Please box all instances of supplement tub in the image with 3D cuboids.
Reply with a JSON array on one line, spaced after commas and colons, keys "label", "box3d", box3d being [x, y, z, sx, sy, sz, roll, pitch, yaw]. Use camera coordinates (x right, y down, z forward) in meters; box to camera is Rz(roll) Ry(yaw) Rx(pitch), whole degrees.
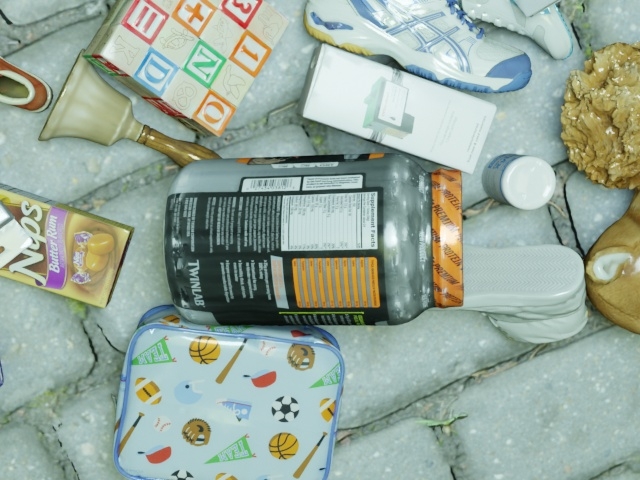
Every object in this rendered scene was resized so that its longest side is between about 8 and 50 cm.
[{"label": "supplement tub", "box3d": [0.000, 0.000, 1.023, 0.338, 0.207, 0.207, 0, 98, 9]}, {"label": "supplement tub", "box3d": [0.259, -0.078, 1.120, 0.071, 0.107, 0.070, -1, 98, -6]}]

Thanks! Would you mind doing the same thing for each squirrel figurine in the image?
[{"label": "squirrel figurine", "box3d": [0.464, -0.078, 1.095, 0.370, 0.281, 0.397, -38, 85, 11]}]

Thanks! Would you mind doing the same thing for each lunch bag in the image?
[{"label": "lunch bag", "box3d": [-0.125, 0.218, 1.126, 0.304, 0.115, 0.243, 8, 99, -7]}]

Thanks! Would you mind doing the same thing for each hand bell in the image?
[{"label": "hand bell", "box3d": [-0.218, -0.131, 1.087, 0.242, 0.126, 0.126, 26, 95, -21]}]

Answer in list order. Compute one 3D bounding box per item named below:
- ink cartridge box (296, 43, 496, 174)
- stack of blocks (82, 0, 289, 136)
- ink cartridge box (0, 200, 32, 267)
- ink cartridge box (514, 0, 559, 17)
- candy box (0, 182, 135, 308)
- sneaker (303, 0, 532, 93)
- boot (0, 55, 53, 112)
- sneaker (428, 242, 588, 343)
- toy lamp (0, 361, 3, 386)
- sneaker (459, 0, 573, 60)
[{"label": "ink cartridge box", "box3d": [0.086, -0.164, 1.066, 0.220, 0.160, 0.092, 18, 98, -7]}, {"label": "stack of blocks", "box3d": [-0.128, -0.296, 1.029, 0.171, 0.087, 0.297, 33, 83, -30]}, {"label": "ink cartridge box", "box3d": [-0.445, -0.037, 1.024, 0.104, 0.061, 0.181, -40, 98, -11]}, {"label": "ink cartridge box", "box3d": [0.299, -0.444, 1.019, 0.289, 0.121, 0.211, -45, 100, -20]}, {"label": "candy box", "box3d": [-0.349, 0.006, 1.104, 0.187, 0.053, 0.109, 18, 96, -6]}, {"label": "sneaker", "box3d": [0.131, -0.275, 1.052, 0.297, 0.112, 0.130, 18, 111, 0]}, {"label": "boot", "box3d": [-0.415, -0.208, 1.053, 0.158, 0.084, 0.059, 22, 97, -6]}, {"label": "sneaker", "box3d": [0.206, 0.077, 1.136, 0.293, 0.169, 0.108, 5, 62, 26]}, {"label": "toy lamp", "box3d": [-0.486, 0.073, 1.088, 0.080, 0.080, 0.274, -24, 99, -2]}, {"label": "sneaker", "box3d": [0.235, -0.313, 1.105, 0.229, 0.087, 0.092, 45, 106, -7]}]
